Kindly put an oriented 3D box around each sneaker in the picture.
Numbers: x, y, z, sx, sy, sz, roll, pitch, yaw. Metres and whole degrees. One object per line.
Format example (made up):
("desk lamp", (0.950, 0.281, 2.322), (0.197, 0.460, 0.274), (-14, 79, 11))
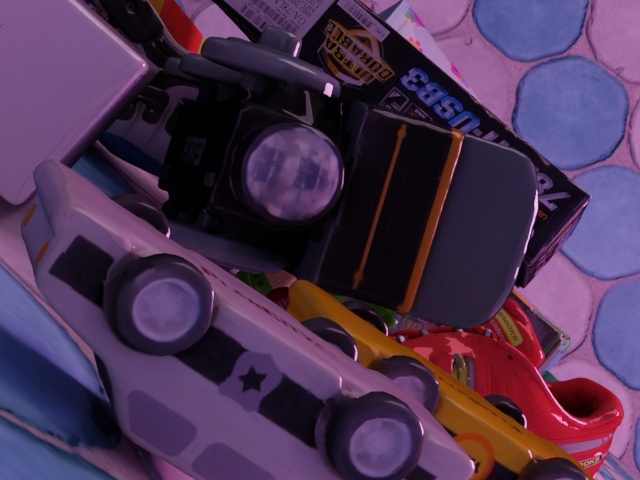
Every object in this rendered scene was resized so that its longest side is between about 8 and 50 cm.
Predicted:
("sneaker", (0.077, 0.079, 1.078), (0.279, 0.118, 0.107), (28, 11, -30))
("sneaker", (-0.162, -0.121, 1.285), (0.330, 0.129, 0.147), (35, -16, -21))

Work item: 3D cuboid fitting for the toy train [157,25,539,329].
("toy train", (-0.005, -0.030, 0.985), (0.190, 0.142, 0.334), (18, 0, -12))

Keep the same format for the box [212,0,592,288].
("box", (0.062, -0.089, 1.254), (0.293, 0.073, 0.295), (43, 2, 7))

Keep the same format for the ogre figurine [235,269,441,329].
("ogre figurine", (0.004, 0.020, 1.252), (0.197, 0.096, 0.118), (-3, 1, -4))

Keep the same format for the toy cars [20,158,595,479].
("toy cars", (0.002, 0.080, 0.729), (0.176, 0.087, 0.394), (38, 5, 30))

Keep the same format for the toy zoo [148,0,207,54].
("toy zoo", (-0.208, -0.201, 1.392), (0.192, 0.030, 0.293), (13, -13, 19))

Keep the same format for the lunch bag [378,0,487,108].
("lunch bag", (0.052, -0.066, 1.656), (0.223, 0.160, 0.262), (49, 45, -14))

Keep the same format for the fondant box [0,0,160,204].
("fondant box", (-0.208, -0.138, 0.925), (0.238, 0.096, 0.330), (41, 2, -7))

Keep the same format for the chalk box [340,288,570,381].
("chalk box", (0.121, 0.091, 1.415), (0.213, 0.132, 0.132), (43, 4, 11))
